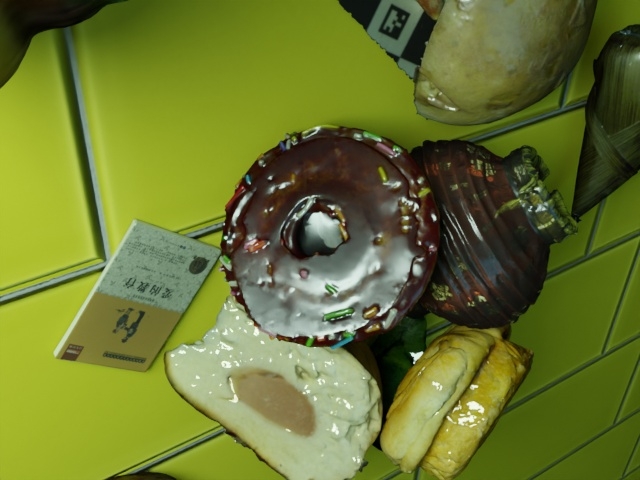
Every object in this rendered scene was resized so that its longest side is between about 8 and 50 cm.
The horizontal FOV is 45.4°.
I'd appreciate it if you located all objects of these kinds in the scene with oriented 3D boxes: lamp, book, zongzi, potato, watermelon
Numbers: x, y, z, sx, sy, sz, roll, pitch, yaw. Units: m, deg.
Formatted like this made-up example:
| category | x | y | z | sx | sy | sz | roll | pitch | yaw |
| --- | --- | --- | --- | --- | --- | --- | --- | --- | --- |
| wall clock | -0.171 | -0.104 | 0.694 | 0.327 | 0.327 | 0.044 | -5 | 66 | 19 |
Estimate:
| category | x | y | z | sx | sy | sz | roll | pitch | yaw |
| --- | --- | --- | --- | --- | --- | --- | --- | --- | --- |
| lamp | 0.178 | -0.012 | 0.910 | 0.247 | 0.247 | 0.247 | -22 | 133 | -26 |
| book | -0.194 | 0.065 | 0.820 | 0.118 | 0.012 | 0.172 | 21 | 106 | -46 |
| zongzi | 0.401 | -0.161 | 1.066 | 0.242 | 0.112 | 0.221 | -48 | 140 | 3 |
| potato | 0.216 | -0.230 | 0.802 | 0.239 | 0.116 | 0.299 | -17 | 140 | -48 |
| watermelon | 0.116 | 0.236 | 1.155 | 0.129 | 0.123 | 0.301 | -42 | 146 | -39 |

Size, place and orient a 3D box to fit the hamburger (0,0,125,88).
| category | x | y | z | sx | sy | sz | roll | pitch | yaw |
| --- | --- | --- | --- | --- | --- | --- | --- | --- | --- |
| hamburger | -0.214 | -0.246 | 0.309 | 0.277 | 0.396 | 0.395 | -42 | 138 | -7 |

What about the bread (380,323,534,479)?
| category | x | y | z | sx | sy | sz | roll | pitch | yaw |
| --- | --- | --- | --- | --- | --- | --- | --- | --- | --- |
| bread | 0.168 | 0.195 | 0.958 | 0.236 | 0.120 | 0.198 | -24 | 144 | -56 |

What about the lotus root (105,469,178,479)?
| category | x | y | z | sx | sy | sz | roll | pitch | yaw |
| --- | --- | --- | --- | --- | --- | --- | --- | --- | --- |
| lotus root | -0.223 | 0.350 | 0.943 | 0.210 | 0.120 | 0.120 | 3 | 119 | -40 |

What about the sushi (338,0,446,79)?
| category | x | y | z | sx | sy | sz | roll | pitch | yaw |
| --- | --- | --- | --- | --- | --- | --- | --- | --- | --- |
| sushi | 0.157 | -0.342 | 0.754 | 0.339 | 0.069 | 0.320 | -52 | 138 | 5 |

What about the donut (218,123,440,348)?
| category | x | y | z | sx | sy | sz | roll | pitch | yaw |
| --- | --- | --- | --- | --- | --- | --- | --- | --- | --- |
| donut | 0.010 | -0.002 | 0.795 | 0.235 | 0.235 | 0.089 | -48 | 163 | 1 |

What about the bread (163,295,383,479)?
| category | x | y | z | sx | sy | sz | roll | pitch | yaw |
| --- | --- | --- | --- | --- | --- | --- | --- | --- | --- |
| bread | -0.030 | 0.181 | 0.896 | 0.183 | 0.211 | 0.224 | -48 | 144 | 11 |
